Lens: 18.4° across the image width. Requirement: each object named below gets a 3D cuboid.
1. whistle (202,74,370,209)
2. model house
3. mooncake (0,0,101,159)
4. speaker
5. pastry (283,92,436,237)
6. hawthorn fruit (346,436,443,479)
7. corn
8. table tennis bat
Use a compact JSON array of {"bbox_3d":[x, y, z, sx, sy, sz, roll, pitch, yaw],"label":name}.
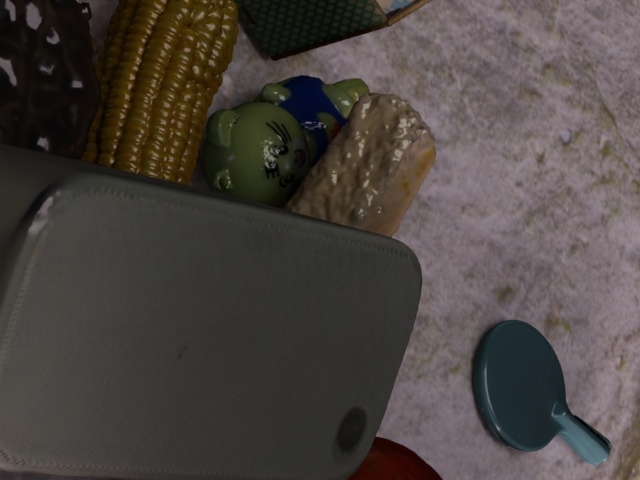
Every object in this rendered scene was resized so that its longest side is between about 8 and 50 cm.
[{"bbox_3d":[-0.021,-0.083,1.619,0.227,0.085,0.105,-33,115,-49],"label":"whistle"},{"bbox_3d":[0.016,-0.261,1.646,0.271,0.178,0.206,23,65,-49],"label":"model house"},{"bbox_3d":[-0.253,-0.121,1.321,0.228,0.124,0.228,16,68,-46],"label":"mooncake"},{"bbox_3d":[-0.124,0.043,1.252,0.406,0.184,0.183,13,97,-55],"label":"speaker"},{"bbox_3d":[-0.001,-0.004,1.542,0.258,0.089,0.121,-55,152,-11],"label":"pastry"},{"bbox_3d":[-0.001,0.230,1.432,0.254,0.254,0.300,9,77,-49],"label":"hawthorn fruit"},{"bbox_3d":[-0.136,-0.072,1.468,0.102,0.102,0.313,38,54,-39],"label":"corn"},{"bbox_3d":[0.213,0.157,1.884,0.201,0.033,0.124,40,54,-34],"label":"table tennis bat"}]
